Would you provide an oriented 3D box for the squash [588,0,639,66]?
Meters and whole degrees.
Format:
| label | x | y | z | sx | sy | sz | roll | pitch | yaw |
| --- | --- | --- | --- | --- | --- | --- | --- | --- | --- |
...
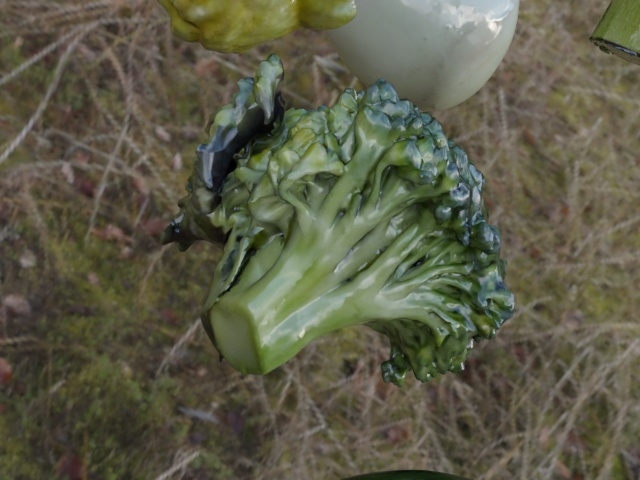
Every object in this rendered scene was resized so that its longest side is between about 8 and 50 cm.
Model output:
| label | x | y | z | sx | sy | sz | roll | pitch | yaw |
| --- | --- | --- | --- | --- | --- | --- | --- | --- | --- |
| squash | 0.324 | -0.223 | 0.910 | 0.123 | 0.186 | 0.123 | 25 | 18 | -9 |

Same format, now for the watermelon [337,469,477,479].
| label | x | y | z | sx | sy | sz | roll | pitch | yaw |
| --- | --- | --- | --- | --- | --- | --- | --- | --- | --- |
| watermelon | 0.046 | 0.234 | 0.545 | 0.242 | 0.242 | 0.242 | 22 | 32 | -15 |

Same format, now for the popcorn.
| label | x | y | z | sx | sy | sz | roll | pitch | yaw |
| --- | --- | --- | --- | --- | --- | --- | --- | --- | --- |
| popcorn | -0.076 | -0.311 | 1.101 | 0.266 | 0.192 | 0.233 | 21 | 55 | -5 |

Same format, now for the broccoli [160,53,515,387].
| label | x | y | z | sx | sy | sz | roll | pitch | yaw |
| --- | --- | --- | --- | --- | --- | --- | --- | --- | --- |
| broccoli | 0.017 | -0.013 | 1.003 | 0.272 | 0.324 | 0.334 | -13 | 20 | -43 |

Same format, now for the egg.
| label | x | y | z | sx | sy | sz | roll | pitch | yaw |
| --- | --- | --- | --- | --- | --- | --- | --- | --- | --- |
| egg | 0.135 | -0.358 | 1.603 | 0.345 | 0.283 | 0.283 | 39 | 29 | -15 |
